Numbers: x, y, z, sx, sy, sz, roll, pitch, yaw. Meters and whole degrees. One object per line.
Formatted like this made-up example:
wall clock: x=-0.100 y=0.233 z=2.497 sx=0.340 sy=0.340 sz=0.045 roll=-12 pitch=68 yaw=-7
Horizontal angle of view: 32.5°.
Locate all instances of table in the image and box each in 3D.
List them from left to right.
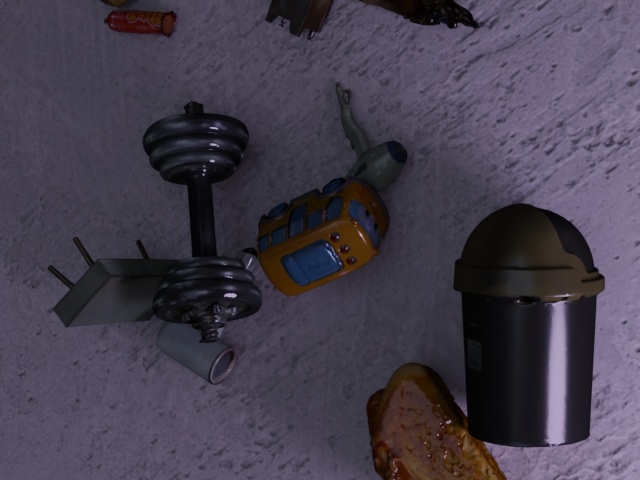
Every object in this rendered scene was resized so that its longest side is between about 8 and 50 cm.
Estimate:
table: x=-0.348 y=0.061 z=1.846 sx=0.121 sy=0.240 sz=0.111 roll=-45 pitch=72 yaw=16
table: x=-0.036 y=-0.383 z=1.813 sx=0.083 sy=0.070 sz=0.082 roll=30 pitch=104 yaw=22

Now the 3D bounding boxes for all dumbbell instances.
dumbbell: x=-0.193 y=-0.034 z=1.784 sx=0.179 sy=0.179 sz=0.406 roll=-13 pitch=72 yaw=24

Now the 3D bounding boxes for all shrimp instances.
shrimp: x=0.149 y=-0.437 z=1.736 sx=0.289 sy=0.075 sz=0.178 roll=30 pitch=98 yaw=36

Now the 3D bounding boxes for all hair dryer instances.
hair dryer: x=-0.177 y=0.111 z=1.863 sx=0.131 sy=0.073 sz=0.236 roll=29 pitch=98 yaw=24
hair dryer: x=0.036 y=-0.138 z=1.786 sx=0.167 sy=0.067 sz=0.199 roll=-51 pitch=59 yaw=21

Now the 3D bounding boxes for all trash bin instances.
trash bin: x=0.298 y=0.113 z=1.567 sx=0.214 sy=0.214 sz=0.333 roll=-2 pitch=93 yaw=25

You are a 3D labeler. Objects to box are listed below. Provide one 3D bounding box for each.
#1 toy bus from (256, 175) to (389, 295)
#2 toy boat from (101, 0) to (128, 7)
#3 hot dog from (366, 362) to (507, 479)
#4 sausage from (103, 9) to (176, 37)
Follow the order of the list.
toy bus: x=0.000 y=0.000 z=1.725 sx=0.209 sy=0.136 sz=0.126 roll=-24 pitch=116 yaw=22
toy boat: x=-0.319 y=-0.491 z=1.953 sx=0.206 sy=0.064 sz=0.072 roll=-32 pitch=57 yaw=18
hot dog: x=0.161 y=0.321 z=1.659 sx=0.153 sy=0.150 sz=0.256 roll=-36 pitch=75 yaw=10
sausage: x=-0.327 y=-0.392 z=1.961 sx=0.145 sy=0.048 sz=0.050 roll=9 pitch=87 yaw=27
